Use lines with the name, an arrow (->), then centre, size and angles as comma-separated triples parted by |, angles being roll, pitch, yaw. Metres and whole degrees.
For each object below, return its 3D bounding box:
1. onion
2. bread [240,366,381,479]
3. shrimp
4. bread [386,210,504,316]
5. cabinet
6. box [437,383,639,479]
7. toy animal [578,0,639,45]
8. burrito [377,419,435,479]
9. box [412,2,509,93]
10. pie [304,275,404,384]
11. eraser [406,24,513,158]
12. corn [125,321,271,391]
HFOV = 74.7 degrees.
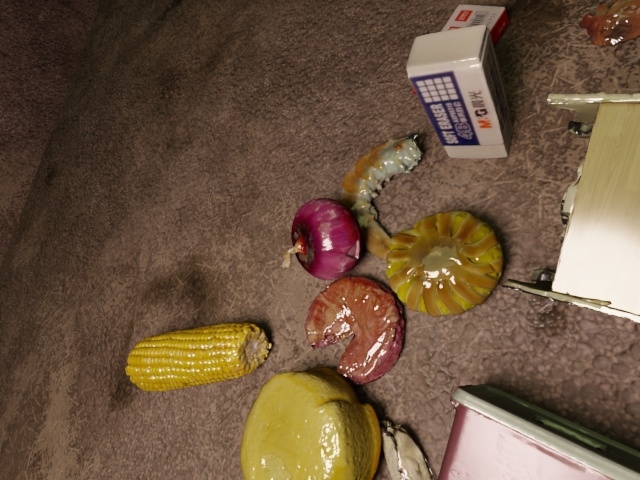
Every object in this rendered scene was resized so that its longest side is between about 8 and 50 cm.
onion -> 0.009, -0.003, 0.890 | 0.177, 0.154, 0.177 | -21, 62, 46
bread -> -0.025, 0.365, 0.756 | 0.270, 0.148, 0.269 | -16, 63, 35
shrimp -> 0.125, -0.099, 0.925 | 0.186, 0.068, 0.286 | 0, 71, 34
bread -> 0.222, 0.040, 0.770 | 0.214, 0.105, 0.213 | -6, 73, 22
cabinet -> 0.452, -0.028, 0.541 | 0.318, 0.228, 0.289 | 15, 100, 38
box -> 0.301, 0.324, 0.547 | 0.294, 0.193, 0.167 | 17, 84, 36
toy animal -> 0.641, -0.413, 0.739 | 0.313, 0.097, 0.157 | 21, 93, 35
burrito -> 0.155, 0.404, 0.685 | 0.063, 0.058, 0.229 | -37, 52, 19
box -> 0.317, -0.434, 0.967 | 0.123, 0.050, 0.229 | 31, 88, 40
pie -> 0.065, 0.171, 0.847 | 0.219, 0.054, 0.204 | 22, 82, 37
eraser -> 0.266, -0.255, 0.773 | 0.124, 0.279, 0.081 | 6, 71, 35
corn -> -0.300, 0.274, 0.978 | 0.388, 0.144, 0.143 | -14, 62, 28
